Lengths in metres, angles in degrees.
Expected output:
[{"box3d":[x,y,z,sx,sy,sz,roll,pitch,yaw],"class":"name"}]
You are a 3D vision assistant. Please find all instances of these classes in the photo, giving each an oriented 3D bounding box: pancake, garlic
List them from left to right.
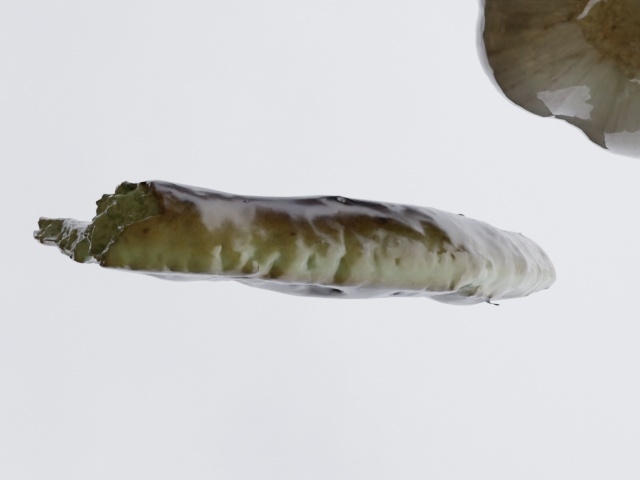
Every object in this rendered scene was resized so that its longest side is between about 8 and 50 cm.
[{"box3d":[0.002,0.000,1.149,0.305,0.427,0.066,8,-87,56],"class":"pancake"},{"box3d":[0.212,-0.190,1.042,0.245,0.245,0.253,-51,-170,31],"class":"garlic"}]
